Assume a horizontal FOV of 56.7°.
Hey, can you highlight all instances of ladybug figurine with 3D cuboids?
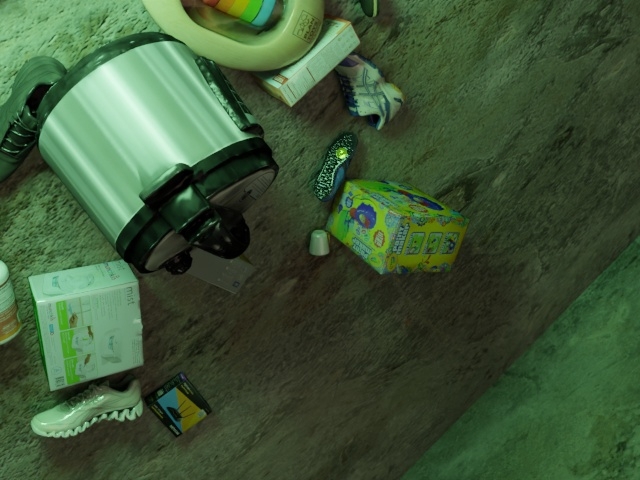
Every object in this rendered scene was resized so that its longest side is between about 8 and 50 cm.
[{"bbox_3d":[-0.188,-0.527,1.247,0.449,0.162,0.305,15,108,-39],"label":"ladybug figurine"}]

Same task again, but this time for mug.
[{"bbox_3d":[-0.004,0.001,1.776,0.062,0.078,0.064,-1,112,2],"label":"mug"}]

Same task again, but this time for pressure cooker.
[{"bbox_3d":[-0.290,-0.135,1.169,0.369,0.420,0.375,-34,174,-47],"label":"pressure cooker"}]

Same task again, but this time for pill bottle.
[{"bbox_3d":[-0.730,0.115,1.280,0.121,0.121,0.216,-15,124,-27],"label":"pill bottle"}]

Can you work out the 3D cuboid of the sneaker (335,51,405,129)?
[{"bbox_3d":[0.108,-0.395,1.570,0.296,0.112,0.131,29,99,-41],"label":"sneaker"}]

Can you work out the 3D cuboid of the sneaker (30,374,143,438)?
[{"bbox_3d":[-0.615,0.434,1.575,0.292,0.110,0.119,-7,113,-41],"label":"sneaker"}]

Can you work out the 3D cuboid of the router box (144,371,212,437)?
[{"bbox_3d":[-0.423,0.492,1.773,0.133,0.046,0.179,-35,131,-13],"label":"router box"}]

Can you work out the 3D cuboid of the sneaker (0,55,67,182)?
[{"bbox_3d":[-0.593,-0.228,1.167,0.109,0.130,0.286,26,101,-43],"label":"sneaker"}]

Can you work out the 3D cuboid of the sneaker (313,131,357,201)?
[{"bbox_3d":[0.045,-0.207,1.681,0.210,0.069,0.082,-64,165,2],"label":"sneaker"}]

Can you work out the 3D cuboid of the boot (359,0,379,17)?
[{"bbox_3d":[0.056,-0.619,1.434,0.137,0.077,0.198,-29,117,-12],"label":"boot"}]

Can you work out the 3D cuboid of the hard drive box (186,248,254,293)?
[{"bbox_3d":[-0.306,0.020,1.481,0.232,0.181,0.089,30,97,-43],"label":"hard drive box"}]

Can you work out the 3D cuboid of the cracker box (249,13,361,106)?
[{"bbox_3d":[-0.039,-0.435,1.412,0.232,0.155,0.067,-43,133,-5],"label":"cracker box"}]

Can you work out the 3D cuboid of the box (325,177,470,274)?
[{"bbox_3d":[0.219,-0.045,1.736,0.279,0.290,0.177,-1,117,-36],"label":"box"}]

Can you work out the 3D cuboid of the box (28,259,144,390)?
[{"bbox_3d":[-0.563,0.203,1.447,0.231,0.126,0.262,-13,123,-30],"label":"box"}]
